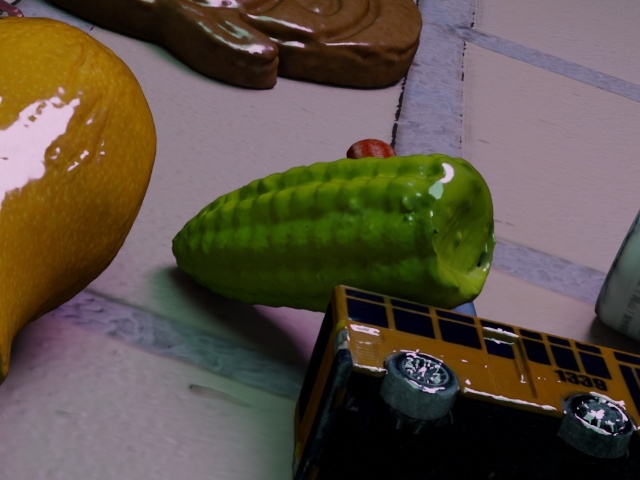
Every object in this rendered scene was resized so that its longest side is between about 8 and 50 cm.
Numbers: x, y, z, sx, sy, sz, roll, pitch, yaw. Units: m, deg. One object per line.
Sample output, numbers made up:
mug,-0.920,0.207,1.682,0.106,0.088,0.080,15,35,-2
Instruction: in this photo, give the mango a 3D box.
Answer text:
mango,-0.196,-0.026,0.753,0.187,0.144,0.359,20,29,5

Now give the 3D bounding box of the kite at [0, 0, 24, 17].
kite,-0.387,-0.230,1.142,0.360,0.022,0.204,30,29,21

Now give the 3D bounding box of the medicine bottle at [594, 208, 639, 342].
medicine bottle,0.289,0.033,0.985,0.168,0.135,0.135,27,27,14

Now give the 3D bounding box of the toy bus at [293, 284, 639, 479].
toy bus,0.091,0.101,0.762,0.201,0.098,0.114,13,25,-9

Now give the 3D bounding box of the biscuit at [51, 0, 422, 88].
biscuit,-0.090,-0.243,1.312,0.394,0.070,0.350,10,28,-20

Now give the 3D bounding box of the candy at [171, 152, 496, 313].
candy,0.000,0.000,0.842,0.209,0.097,0.097,-4,12,33

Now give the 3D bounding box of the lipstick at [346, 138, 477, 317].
lipstick,0.053,0.008,0.936,0.061,0.068,0.274,44,17,-28
